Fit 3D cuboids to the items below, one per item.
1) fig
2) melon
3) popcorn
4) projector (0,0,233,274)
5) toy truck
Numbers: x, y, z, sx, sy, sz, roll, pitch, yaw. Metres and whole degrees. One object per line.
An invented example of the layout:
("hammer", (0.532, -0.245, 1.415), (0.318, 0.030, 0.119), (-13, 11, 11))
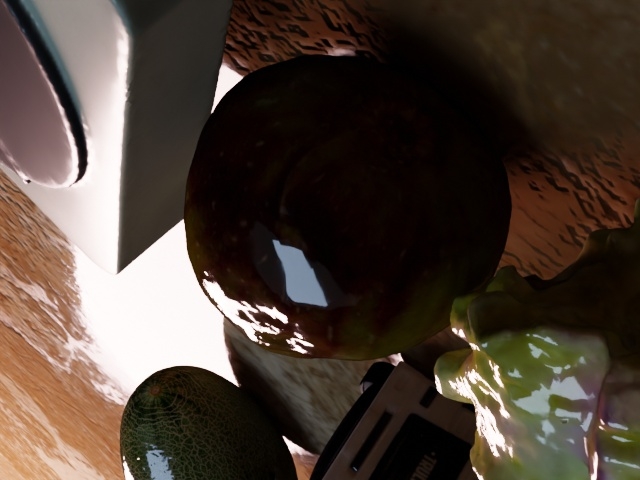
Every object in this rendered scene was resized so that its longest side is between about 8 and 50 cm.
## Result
("fig", (0.000, 0.000, 0.514), (0.109, 0.103, 0.154), (59, 153, 18))
("melon", (-0.066, 0.139, 0.862), (0.099, 0.099, 0.162), (21, 144, 39))
("popcorn", (0.092, 0.038, 0.447), (0.109, 0.097, 0.089), (-34, 91, 39))
("projector", (-0.136, -0.128, 0.517), (0.257, 0.079, 0.259), (46, 161, 7))
("toy truck", (0.044, 0.153, 0.718), (0.125, 0.101, 0.242), (32, 158, 10))
